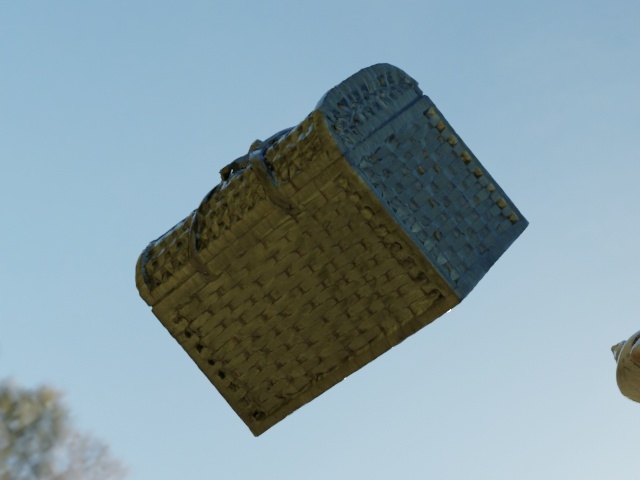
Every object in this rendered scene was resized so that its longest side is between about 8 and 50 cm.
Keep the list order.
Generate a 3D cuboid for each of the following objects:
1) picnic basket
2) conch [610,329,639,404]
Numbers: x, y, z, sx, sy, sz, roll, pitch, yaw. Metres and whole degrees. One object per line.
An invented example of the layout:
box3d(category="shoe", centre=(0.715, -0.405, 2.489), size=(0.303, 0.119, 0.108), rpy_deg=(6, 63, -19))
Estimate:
box3d(category="picnic basket", centre=(0.000, 0.000, 0.921), size=(0.196, 0.134, 0.154), rpy_deg=(-38, -90, 36))
box3d(category="conch", centre=(0.345, 0.128, 1.347), size=(0.176, 0.094, 0.104), rpy_deg=(38, -34, 46))
